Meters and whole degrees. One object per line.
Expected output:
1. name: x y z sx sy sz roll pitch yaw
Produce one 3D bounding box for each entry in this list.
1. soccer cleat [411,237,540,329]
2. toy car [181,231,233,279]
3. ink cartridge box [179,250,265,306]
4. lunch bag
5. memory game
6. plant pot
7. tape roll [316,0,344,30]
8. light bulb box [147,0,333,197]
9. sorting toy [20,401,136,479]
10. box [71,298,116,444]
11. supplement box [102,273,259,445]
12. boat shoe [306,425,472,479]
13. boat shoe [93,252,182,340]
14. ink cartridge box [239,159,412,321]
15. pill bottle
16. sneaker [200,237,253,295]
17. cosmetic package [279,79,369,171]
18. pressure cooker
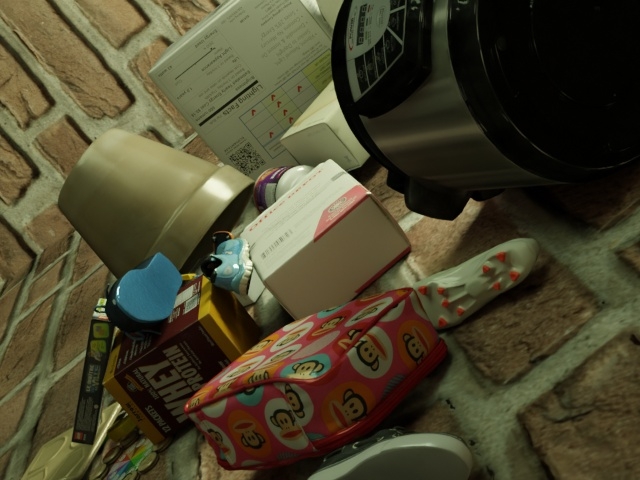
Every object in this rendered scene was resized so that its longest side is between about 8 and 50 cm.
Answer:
1. soccer cleat: 0.182 0.054 1.411 0.196 0.068 0.076 -30 -2 38
2. toy car: -0.192 0.026 2.020 0.122 0.060 0.040 -22 -8 27
3. ink cartridge box: -0.164 0.066 2.075 0.175 0.072 0.127 -23 25 44
4. lunch bag: 0.001 0.155 1.405 0.293 0.120 0.258 -22 14 48
5. memory game: -0.292 0.332 1.791 0.186 0.012 0.186 -36 18 14
6. plant pot: -0.328 -0.056 2.201 0.323 0.280 0.323 -56 -3 -4
7. tape roll: 0.173 -0.512 2.266 0.392 0.392 0.072 -28 22 36
8. light bulb box: -0.106 -0.346 2.483 0.358 0.361 0.225 -35 16 17
9. sorting toy: -0.390 0.350 1.920 0.307 0.041 0.229 -31 15 29
10. box: -0.356 0.207 1.857 0.114 0.036 0.207 -108 29 -76
11. supplement box: -0.208 0.173 1.786 0.194 0.129 0.191 -34 18 8
12. boat shoe: 0.070 0.227 1.194 0.228 0.080 0.076 -34 18 44
13. boat shoe: -0.271 0.098 1.756 0.089 0.109 0.258 -39 0 13
14. ink cartridge box: 0.000 0.000 1.817 0.207 0.117 0.283 -40 18 1
15. pill bottle: -0.043 -0.083 2.128 0.108 0.108 0.193 -45 18 -15
16. sneaker: -0.147 0.032 1.791 0.162 0.073 0.063 -123 44 -71
17. cosmetic package: 0.081 -0.260 2.199 0.160 0.113 0.309 -16 29 53
18. pressure cooker: 0.220 -0.240 1.537 0.370 0.376 0.420 -38 17 -22
